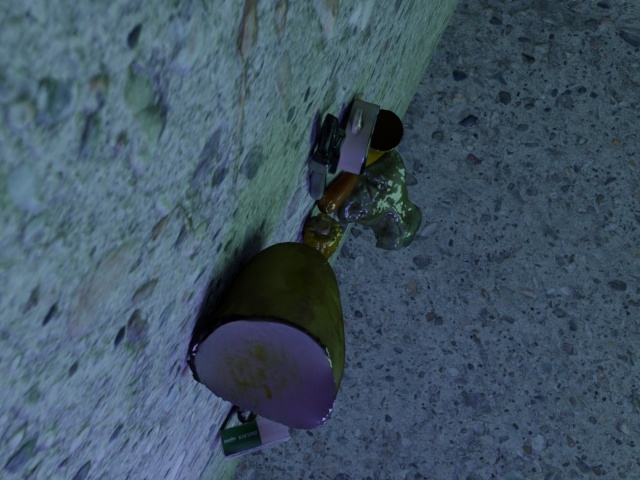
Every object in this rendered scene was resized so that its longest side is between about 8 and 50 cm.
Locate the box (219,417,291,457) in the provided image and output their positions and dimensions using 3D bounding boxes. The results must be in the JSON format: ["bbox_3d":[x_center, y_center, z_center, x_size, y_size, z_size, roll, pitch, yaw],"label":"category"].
[{"bbox_3d":[-0.193,0.576,1.615,0.135,0.199,0.081,109,-33,-63],"label":"box"}]

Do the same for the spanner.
[{"bbox_3d":[0.011,-0.155,1.003,0.325,0.040,0.095,98,17,-79],"label":"spanner"}]

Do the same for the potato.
[{"bbox_3d":[-0.051,0.114,0.826,0.266,0.229,0.229,-65,178,-55],"label":"potato"}]

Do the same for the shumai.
[{"bbox_3d":[0.248,-0.140,1.963,0.330,0.288,0.292,-57,169,2],"label":"shumai"}]

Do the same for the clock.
[{"bbox_3d":[0.083,-0.220,1.166,0.229,0.063,0.155,103,4,-80],"label":"clock"}]

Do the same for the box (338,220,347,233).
[{"bbox_3d":[0.113,-0.120,2.240,0.055,0.040,0.218,-58,172,-45],"label":"box"}]

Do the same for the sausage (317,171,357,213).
[{"bbox_3d":[0.049,-0.130,1.443,0.053,0.053,0.348,-67,175,23],"label":"sausage"}]

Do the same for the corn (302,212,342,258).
[{"bbox_3d":[0.000,0.000,1.363,0.097,0.097,0.261,-63,177,-16],"label":"corn"}]

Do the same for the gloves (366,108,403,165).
[{"bbox_3d":[0.145,-0.275,1.612,0.133,0.116,0.294,-35,178,-11],"label":"gloves"}]

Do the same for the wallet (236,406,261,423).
[{"bbox_3d":[-0.193,0.458,1.702,0.309,0.077,0.223,98,16,-66],"label":"wallet"}]
